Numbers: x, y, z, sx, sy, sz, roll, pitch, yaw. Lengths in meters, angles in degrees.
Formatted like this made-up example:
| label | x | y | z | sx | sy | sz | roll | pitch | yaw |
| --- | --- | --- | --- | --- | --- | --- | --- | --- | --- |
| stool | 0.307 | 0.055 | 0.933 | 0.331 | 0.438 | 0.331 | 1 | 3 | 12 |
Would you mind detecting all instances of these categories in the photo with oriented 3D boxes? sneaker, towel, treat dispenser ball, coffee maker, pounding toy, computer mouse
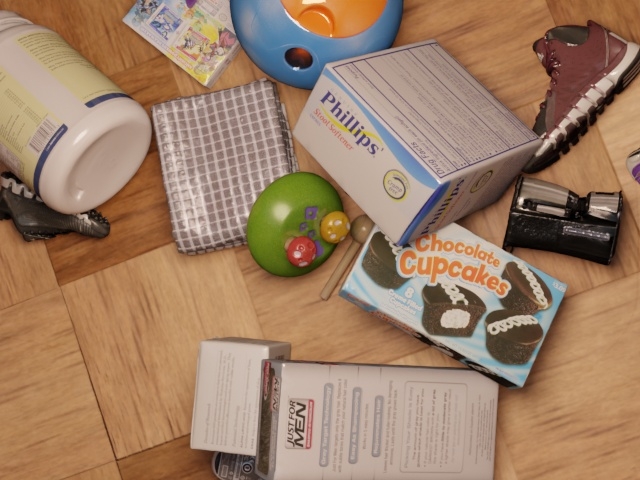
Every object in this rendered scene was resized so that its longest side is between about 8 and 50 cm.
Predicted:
| label | x | y | z | sx | sy | sz | roll | pitch | yaw |
| --- | --- | --- | --- | --- | --- | --- | --- | --- | --- |
| sneaker | -0.491 | -0.037 | 1.893 | 0.234 | 0.078 | 0.106 | 23 | 97 | 12 |
| towel | -0.162 | -0.132 | 1.815 | 0.235 | 0.121 | 0.284 | -14 | 84 | 8 |
| treat dispenser ball | -0.007 | -0.393 | 1.720 | 0.288 | 0.288 | 0.288 | -1 | 86 | 10 |
| coffee maker | 0.398 | -0.014 | 1.723 | 0.178 | 0.120 | 0.171 | 13 | 123 | 11 |
| pounding toy | 0.000 | 0.000 | 1.720 | 0.183 | 0.237 | 0.110 | -58 | 38 | 0 |
| sneaker | 0.592 | -0.145 | 1.722 | 0.170 | 0.068 | 0.071 | -26 | 97 | 16 |
| computer mouse | -0.092 | 0.395 | 1.810 | 0.193 | 0.042 | 0.106 | 12 | 93 | 5 |
| sneaker | 0.393 | -0.253 | 1.747 | 0.281 | 0.106 | 0.162 | -46 | 70 | -1 |

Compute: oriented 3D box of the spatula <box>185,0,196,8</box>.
| label | x | y | z | sx | sy | sz | roll | pitch | yaw |
| --- | --- | --- | --- | --- | --- | --- | --- | --- | --- |
| spatula | -0.155 | -0.500 | 1.761 | 0.296 | 0.030 | 0.084 | -28 | 78 | 38 |

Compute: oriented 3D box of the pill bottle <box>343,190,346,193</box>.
| label | x | y | z | sx | sy | sz | roll | pitch | yaw |
| --- | --- | --- | --- | --- | --- | --- | --- | --- | --- |
| pill bottle | 0.135 | -0.072 | 1.767 | 0.184 | 0.103 | 0.103 | 39 | 93 | 10 |

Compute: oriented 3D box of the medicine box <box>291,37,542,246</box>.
| label | x | y | z | sx | sy | sz | roll | pitch | yaw |
| --- | --- | --- | --- | --- | --- | --- | --- | --- | --- |
| medicine box | 0.153 | -0.164 | 1.646 | 0.263 | 0.289 | 0.149 | 48 | 133 | 19 |

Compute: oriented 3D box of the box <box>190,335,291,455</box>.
| label | x | y | z | sx | sy | sz | roll | pitch | yaw |
| --- | --- | --- | --- | --- | --- | --- | --- | --- | --- |
| box | -0.130 | 0.257 | 1.753 | 0.119 | 0.181 | 0.182 | 4 | 88 | 11 |

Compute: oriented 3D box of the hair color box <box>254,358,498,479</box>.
| label | x | y | z | sx | sy | sz | roll | pitch | yaw |
| --- | --- | --- | --- | --- | --- | --- | --- | --- | --- |
| hair color box | 0.092 | 0.290 | 1.663 | 0.374 | 0.113 | 0.185 | 5 | 86 | -20 |

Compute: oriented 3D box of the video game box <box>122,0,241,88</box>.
| label | x | y | z | sx | sy | sz | roll | pitch | yaw |
| --- | --- | --- | --- | --- | --- | --- | --- | --- | --- |
| video game box | -0.223 | -0.407 | 1.880 | 0.205 | 0.048 | 0.187 | 39 | 92 | 10 |

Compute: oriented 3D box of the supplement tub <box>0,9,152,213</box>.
| label | x | y | z | sx | sy | sz | roll | pitch | yaw |
| --- | --- | --- | --- | --- | --- | --- | --- | --- | --- |
| supplement tub | -0.479 | -0.226 | 1.810 | 0.325 | 0.235 | 0.235 | 41 | 94 | 17 |

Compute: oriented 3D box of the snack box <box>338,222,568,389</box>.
| label | x | y | z | sx | sy | sz | roll | pitch | yaw |
| --- | --- | --- | --- | --- | --- | --- | --- | --- | --- |
| snack box | 0.211 | 0.079 | 1.662 | 0.322 | 0.060 | 0.187 | 28 | 74 | -1 |
